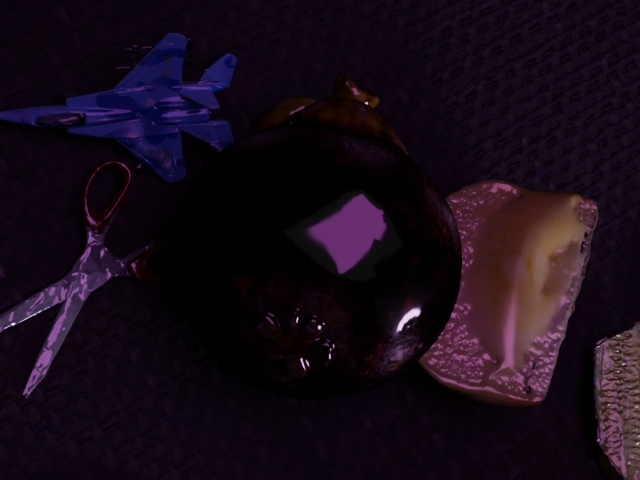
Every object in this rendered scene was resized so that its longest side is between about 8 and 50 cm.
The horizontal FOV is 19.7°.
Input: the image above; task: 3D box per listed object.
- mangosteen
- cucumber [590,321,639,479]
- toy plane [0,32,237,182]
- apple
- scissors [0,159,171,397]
[{"bbox_3d":[-0.011,0.009,1.846,0.297,0.313,0.297,-7,117,-14],"label":"mangosteen"},{"bbox_3d":[0.332,0.198,2.066,0.070,0.046,0.220,5,73,-21],"label":"cucumber"},{"bbox_3d":[-0.208,-0.135,1.889,0.246,0.078,0.169,0,119,-4],"label":"toy plane"},{"bbox_3d":[0.175,0.055,1.994,0.193,0.120,0.265,21,65,-4],"label":"apple"},{"bbox_3d":[-0.242,0.042,1.858,0.144,0.017,0.247,48,64,-14],"label":"scissors"}]
